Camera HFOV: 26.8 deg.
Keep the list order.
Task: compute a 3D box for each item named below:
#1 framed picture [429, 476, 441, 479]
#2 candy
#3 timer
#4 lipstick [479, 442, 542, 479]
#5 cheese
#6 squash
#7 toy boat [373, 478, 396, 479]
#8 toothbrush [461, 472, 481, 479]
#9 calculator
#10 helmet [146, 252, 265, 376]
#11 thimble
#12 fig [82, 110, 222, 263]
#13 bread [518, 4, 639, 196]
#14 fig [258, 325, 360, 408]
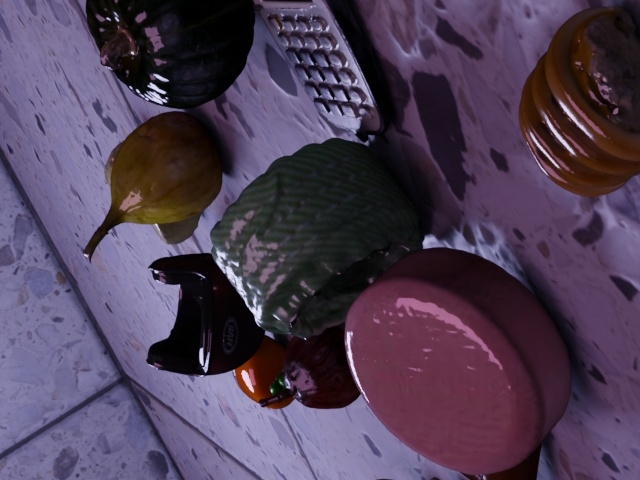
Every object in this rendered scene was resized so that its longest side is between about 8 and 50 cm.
[{"bbox_3d":[0.268,0.486,1.846,0.240,0.020,0.324,25,143,49],"label":"framed picture"},{"bbox_3d":[0.142,0.133,1.404,0.255,0.094,0.255,23,132,29],"label":"candy"},{"bbox_3d":[-0.082,0.217,2.209,0.136,0.099,0.136,36,156,18],"label":"timer"},{"bbox_3d":[0.220,0.360,1.611,0.077,0.077,0.418,39,142,43],"label":"lipstick"},{"bbox_3d":[-0.278,-0.081,2.215,0.167,0.094,0.123,46,157,29],"label":"cheese"},{"bbox_3d":[-0.174,-0.256,1.556,0.218,0.172,0.218,8,100,50],"label":"squash"},{"bbox_3d":[0.135,0.421,1.975,0.229,0.089,0.088,28,136,11],"label":"toy boat"},{"bbox_3d":[0.183,0.276,1.717,0.364,0.041,0.041,36,152,43],"label":"toothbrush"},{"bbox_3d":[-0.009,-0.217,1.412,0.177,0.040,0.268,22,142,60],"label":"calculator"},{"bbox_3d":[-0.181,0.116,2.129,0.216,0.193,0.189,-145,57,-63],"label":"helmet"},{"bbox_3d":[0.000,0.000,1.470,0.150,0.219,0.219,52,161,17],"label":"thimble"},{"bbox_3d":[-0.252,-0.065,1.942,0.159,0.257,0.159,37,163,14],"label":"fig"},{"bbox_3d":[0.205,-0.096,1.009,0.119,0.084,0.177,55,165,10],"label":"bread"},{"bbox_3d":[-0.009,0.178,1.918,0.128,0.150,0.128,-176,90,-80],"label":"fig"}]
